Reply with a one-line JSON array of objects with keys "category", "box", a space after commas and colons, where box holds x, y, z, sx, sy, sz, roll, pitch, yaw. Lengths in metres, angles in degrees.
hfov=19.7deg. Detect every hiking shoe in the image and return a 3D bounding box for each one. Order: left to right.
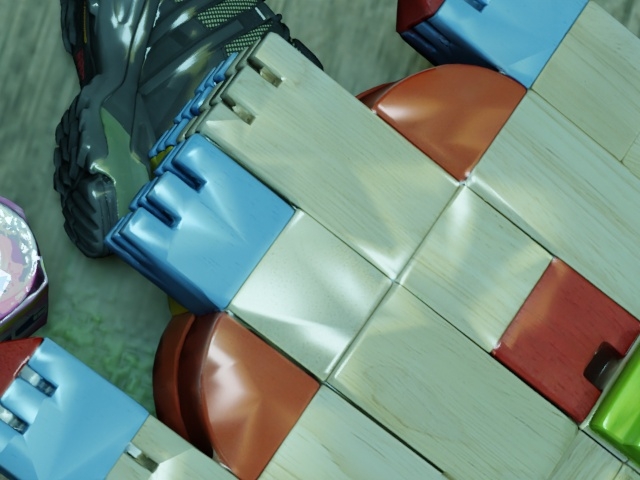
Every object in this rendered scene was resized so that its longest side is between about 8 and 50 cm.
[{"category": "hiking shoe", "box": [-0.058, -0.098, 0.845, 0.114, 0.086, 0.227, 7, 79, -21]}]

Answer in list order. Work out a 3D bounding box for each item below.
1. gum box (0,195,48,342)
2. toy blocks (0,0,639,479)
[{"category": "gum box", "box": [-0.197, 0.055, 0.773, 0.188, 0.107, 0.062, -39, 88, -14]}, {"category": "toy blocks", "box": [0.025, 0.027, 0.754, 0.261, 0.191, 0.381, 38, 76, -10]}]
